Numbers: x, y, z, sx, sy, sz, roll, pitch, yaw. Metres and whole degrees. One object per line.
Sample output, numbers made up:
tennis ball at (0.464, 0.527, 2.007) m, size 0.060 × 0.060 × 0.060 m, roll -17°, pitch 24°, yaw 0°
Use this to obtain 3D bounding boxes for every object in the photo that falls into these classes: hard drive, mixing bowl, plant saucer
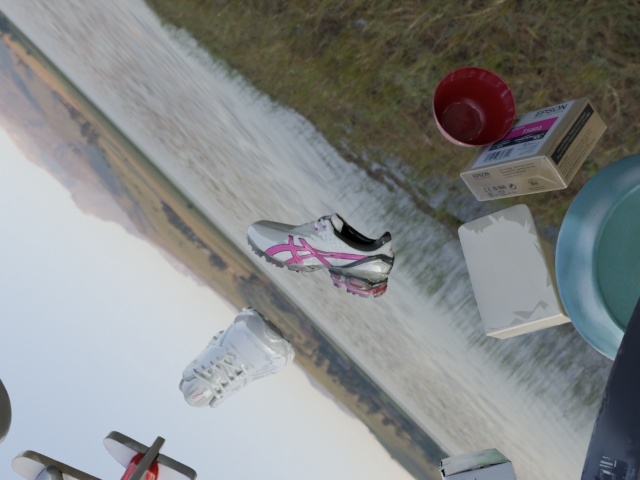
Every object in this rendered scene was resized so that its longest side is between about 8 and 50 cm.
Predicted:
hard drive at (0.315, 0.174, 0.600) m, size 0.054 × 0.254 × 0.172 m, roll 11°, pitch 155°, yaw 41°
mixing bowl at (0.325, -0.278, 1.371) m, size 0.181 × 0.181 × 0.098 m, roll 44°, pitch 169°, yaw 5°
plant saucer at (0.490, 0.029, 0.875) m, size 0.317 × 0.317 × 0.044 m, roll 46°, pitch 176°, yaw -7°

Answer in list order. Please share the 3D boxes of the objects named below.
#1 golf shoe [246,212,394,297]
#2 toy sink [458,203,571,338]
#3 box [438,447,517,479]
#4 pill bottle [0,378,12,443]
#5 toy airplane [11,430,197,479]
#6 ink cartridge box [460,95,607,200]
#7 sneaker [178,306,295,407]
golf shoe at (0.000, 0.000, 0.744) m, size 0.186 × 0.085 × 0.067 m, roll 17°, pitch -157°, yaw 15°
toy sink at (0.397, 0.067, 1.271) m, size 0.131 × 0.153 × 0.234 m, roll 21°, pitch -127°, yaw -56°
box at (0.307, 0.517, 1.138) m, size 0.262 × 0.127 × 0.231 m, roll 54°, pitch -158°, yaw -73°
pill bottle at (-0.476, 0.225, 0.663) m, size 0.136 × 0.246 × 0.136 m, roll 57°, pitch -179°, yaw -1°
toy airplane at (-0.391, 0.558, 1.237) m, size 0.386 × 0.272 × 0.384 m, roll -6°, pitch 129°, yaw 34°
ink cartridge box at (0.437, -0.186, 1.296) m, size 0.088 × 0.193 × 0.235 m, roll 48°, pitch 154°, yaw -19°
sneaker at (-0.113, 0.160, 0.769) m, size 0.090 × 0.115 × 0.232 m, roll 46°, pitch 146°, yaw 0°
